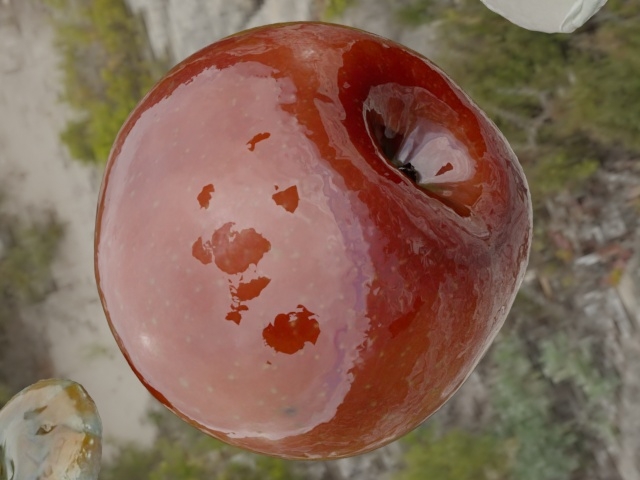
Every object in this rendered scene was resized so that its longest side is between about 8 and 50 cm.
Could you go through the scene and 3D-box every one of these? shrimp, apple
[{"bbox_3d":[-0.257,0.215,1.188,0.145,0.059,0.254,41,101,41],"label":"shrimp"},{"bbox_3d":[0.000,0.000,0.921,0.216,0.260,0.260,-43,68,37],"label":"apple"}]

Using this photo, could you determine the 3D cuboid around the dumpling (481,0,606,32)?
[{"bbox_3d":[0.144,-0.207,0.876,0.229,0.124,0.151,-44,53,51],"label":"dumpling"}]
